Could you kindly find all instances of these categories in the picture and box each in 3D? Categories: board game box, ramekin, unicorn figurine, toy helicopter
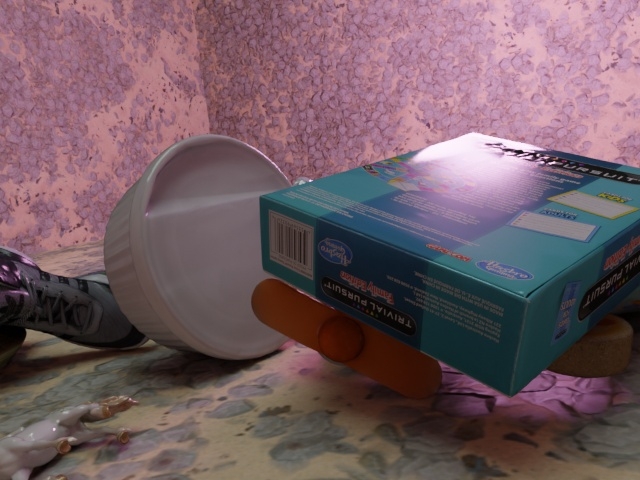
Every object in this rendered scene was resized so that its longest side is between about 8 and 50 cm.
[{"bbox_3d":[0.154,-0.014,0.555,0.336,0.079,0.254,-21,32,-40],"label":"board game box"},{"bbox_3d":[-0.140,0.015,0.745,0.127,0.272,0.273,-17,-1,40],"label":"ramekin"},{"bbox_3d":[-0.232,0.163,0.480,0.111,0.060,0.162,-4,-9,24],"label":"unicorn figurine"},{"bbox_3d":[0.098,0.070,0.571,0.355,0.140,0.235,7,13,40],"label":"toy helicopter"}]

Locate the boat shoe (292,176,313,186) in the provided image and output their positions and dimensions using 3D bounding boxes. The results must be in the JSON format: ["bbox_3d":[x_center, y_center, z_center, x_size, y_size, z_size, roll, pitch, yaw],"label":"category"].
[{"bbox_3d":[0.000,0.000,1.122,0.119,0.121,0.335,29,-14,12],"label":"boat shoe"}]

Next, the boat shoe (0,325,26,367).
[{"bbox_3d":[-0.449,0.138,0.787,0.105,0.089,0.285,26,1,-12],"label":"boat shoe"}]

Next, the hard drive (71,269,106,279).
[{"bbox_3d":[-0.345,0.095,1.069,0.237,0.064,0.339,-13,10,-42],"label":"hard drive"}]

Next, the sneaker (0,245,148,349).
[{"bbox_3d":[-0.350,0.084,0.749,0.269,0.101,0.153,20,3,-3],"label":"sneaker"}]

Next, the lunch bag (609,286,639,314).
[{"bbox_3d":[0.399,0.003,0.699,0.223,0.160,0.262,-6,13,22],"label":"lunch bag"}]
